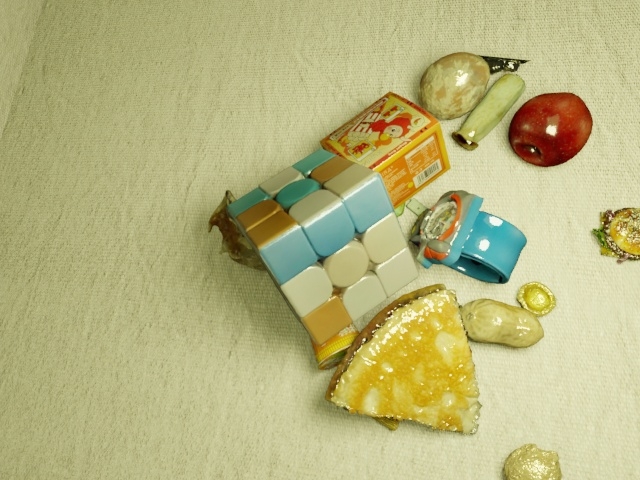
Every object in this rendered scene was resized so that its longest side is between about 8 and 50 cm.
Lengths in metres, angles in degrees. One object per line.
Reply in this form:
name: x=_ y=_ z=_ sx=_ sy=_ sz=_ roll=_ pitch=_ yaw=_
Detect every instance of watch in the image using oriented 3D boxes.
watch: x=0.414 y=0.014 z=1.231 sx=0.275 sy=0.305 sz=0.241 roll=30 pitch=83 yaw=-13

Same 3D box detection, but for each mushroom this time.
mushroom: x=0.557 y=-0.427 z=1.398 sx=0.100 sy=0.081 sz=0.312 roll=39 pitch=82 yaw=18

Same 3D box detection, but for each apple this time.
apple: x=0.687 y=-0.332 z=1.271 sx=0.218 sy=0.218 sz=0.201 roll=30 pitch=81 yaw=18

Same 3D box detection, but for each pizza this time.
pizza: x=0.259 y=0.300 z=1.155 sx=0.435 sy=0.080 sz=0.391 roll=14 pitch=85 yaw=-11

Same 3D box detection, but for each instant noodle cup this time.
instant noodle cup: x=0.030 y=0.263 z=1.261 sx=0.169 sy=0.168 sz=0.185 roll=-29 pitch=63 yaw=1

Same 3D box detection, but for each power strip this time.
power strip: x=0.323 y=-0.101 z=1.378 sx=0.090 sy=0.016 sz=0.040 roll=42 pitch=84 yaw=18

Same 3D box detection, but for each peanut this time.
peanut: x=0.503 y=0.232 z=1.184 sx=0.225 sy=0.129 sz=0.129 roll=7 pitch=75 yaw=12

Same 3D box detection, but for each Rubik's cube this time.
Rubik's cube: x=0.000 y=0.000 z=1.153 sx=0.344 sy=0.346 sz=0.346 roll=-34 pitch=33 yaw=-8

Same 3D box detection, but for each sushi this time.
sushi: x=0.573 y=-0.582 z=1.415 sx=0.215 sy=0.192 sz=0.050 roll=12 pitch=112 yaw=14

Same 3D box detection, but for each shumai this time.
shumai: x=-0.203 y=-0.050 z=1.340 sx=0.314 sy=0.262 sz=0.266 roll=15 pitch=78 yaw=13

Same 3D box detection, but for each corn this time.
corn: x=0.181 y=0.509 z=1.211 sx=0.092 sy=0.037 sz=0.037 roll=24 pitch=79 yaw=16

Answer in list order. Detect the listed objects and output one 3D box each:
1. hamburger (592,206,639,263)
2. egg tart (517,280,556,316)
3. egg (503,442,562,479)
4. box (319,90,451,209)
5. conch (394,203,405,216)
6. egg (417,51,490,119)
hamburger: x=0.887 y=-0.022 z=1.203 sx=0.190 sy=0.093 sz=0.163 roll=-6 pitch=73 yaw=11
egg tart: x=0.624 y=0.170 z=1.225 sx=0.105 sy=0.039 sz=0.105 roll=-3 pitch=73 yaw=10
egg: x=0.541 y=0.587 z=1.075 sx=0.140 sy=0.116 sz=0.118 roll=-18 pitch=99 yaw=6
box: x=0.198 y=-0.269 z=1.312 sx=0.284 sy=0.213 sz=0.259 roll=-36 pitch=49 yaw=-2
conch: x=0.229 y=-0.123 z=1.373 sx=0.095 sy=0.079 sz=0.200 roll=6 pitch=63 yaw=17
egg: x=0.428 y=-0.500 z=1.366 sx=0.204 sy=0.245 sz=0.203 roll=11 pitch=69 yaw=-29
